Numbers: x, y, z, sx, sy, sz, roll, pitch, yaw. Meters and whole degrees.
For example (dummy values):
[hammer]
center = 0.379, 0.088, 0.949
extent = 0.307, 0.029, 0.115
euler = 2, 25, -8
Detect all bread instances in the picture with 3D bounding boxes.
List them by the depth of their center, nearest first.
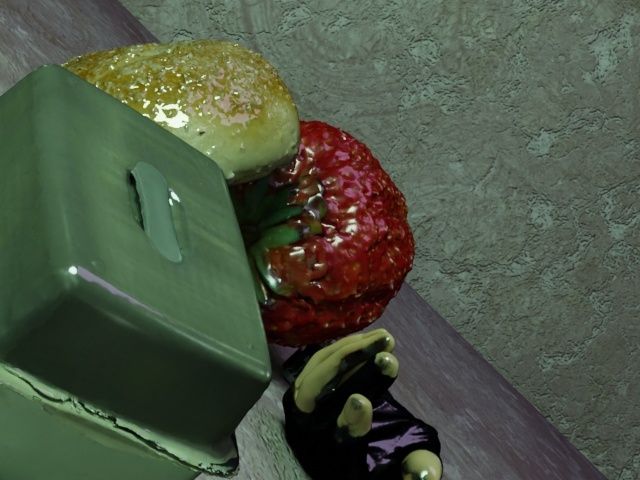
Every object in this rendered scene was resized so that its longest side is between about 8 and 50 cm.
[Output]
[bread]
center = -0.164, -0.125, 1.569
extent = 0.305, 0.306, 0.158
euler = -88, 175, -80

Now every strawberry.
[strawberry]
center = 0.000, 0.000, 1.787
extent = 0.288, 0.250, 0.238
euler = 5, 36, -48

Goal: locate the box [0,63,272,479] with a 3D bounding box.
[box]
center = -0.158, 0.032, 1.018
extent = 0.221, 0.166, 0.290
euler = 31, 25, -34

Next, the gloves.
[gloves]
center = 0.050, 0.192, 1.563
extent = 0.197, 0.152, 0.301
euler = 42, -19, 17

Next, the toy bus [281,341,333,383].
[toy bus]
center = 0.022, 0.184, 1.792
extent = 0.074, 0.069, 0.162
euler = 42, 7, -44
